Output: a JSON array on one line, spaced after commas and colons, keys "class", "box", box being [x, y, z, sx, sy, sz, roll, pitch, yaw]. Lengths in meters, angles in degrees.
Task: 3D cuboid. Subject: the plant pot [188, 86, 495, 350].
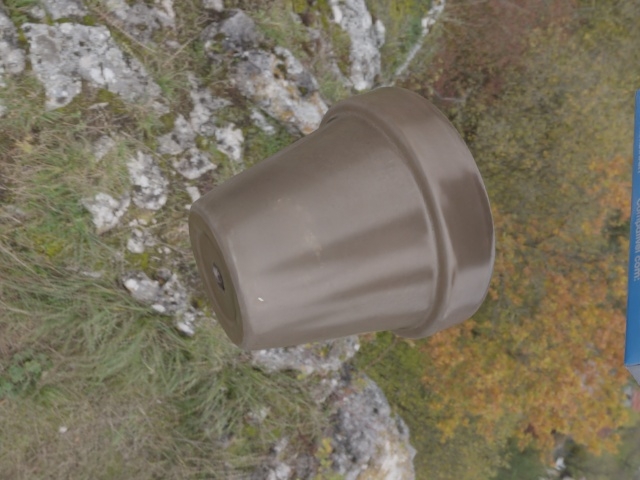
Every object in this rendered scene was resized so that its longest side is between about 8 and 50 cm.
[{"class": "plant pot", "box": [0.000, 0.000, 0.641, 0.229, 0.263, 0.263, -20, 115, -21]}]

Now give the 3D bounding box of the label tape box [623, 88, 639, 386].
[{"class": "label tape box", "box": [0.295, 0.001, 0.471, 0.334, 0.106, 0.240, 40, 55, -40]}]
